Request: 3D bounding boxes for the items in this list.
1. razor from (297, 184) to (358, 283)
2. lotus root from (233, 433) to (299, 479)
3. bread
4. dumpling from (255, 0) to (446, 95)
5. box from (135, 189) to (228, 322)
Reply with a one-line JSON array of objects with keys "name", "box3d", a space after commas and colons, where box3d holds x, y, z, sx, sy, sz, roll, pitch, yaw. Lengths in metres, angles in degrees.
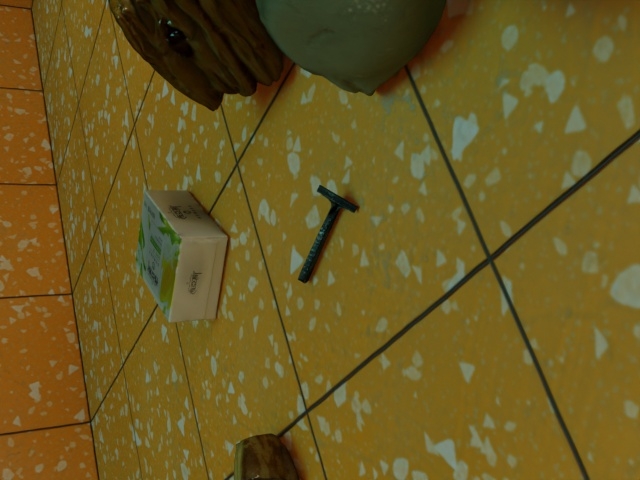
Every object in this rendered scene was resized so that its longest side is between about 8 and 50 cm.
[{"name": "razor", "box3d": [0.002, -0.003, 1.106, 0.066, 0.033, 0.190, 30, 131, 8]}, {"name": "lotus root", "box3d": [-0.086, 0.390, 1.220, 0.159, 0.095, 0.135, 61, -173, -52]}, {"name": "bread", "box3d": [-0.240, -0.385, 1.220, 0.191, 0.314, 0.370, -44, 45, 1]}, {"name": "dumpling", "box3d": [0.015, -0.321, 0.840, 0.270, 0.212, 0.320, 50, 143, 4]}, {"name": "box", "box3d": [-0.300, 0.027, 1.541, 0.260, 0.111, 0.194, 39, 124, 50]}]
